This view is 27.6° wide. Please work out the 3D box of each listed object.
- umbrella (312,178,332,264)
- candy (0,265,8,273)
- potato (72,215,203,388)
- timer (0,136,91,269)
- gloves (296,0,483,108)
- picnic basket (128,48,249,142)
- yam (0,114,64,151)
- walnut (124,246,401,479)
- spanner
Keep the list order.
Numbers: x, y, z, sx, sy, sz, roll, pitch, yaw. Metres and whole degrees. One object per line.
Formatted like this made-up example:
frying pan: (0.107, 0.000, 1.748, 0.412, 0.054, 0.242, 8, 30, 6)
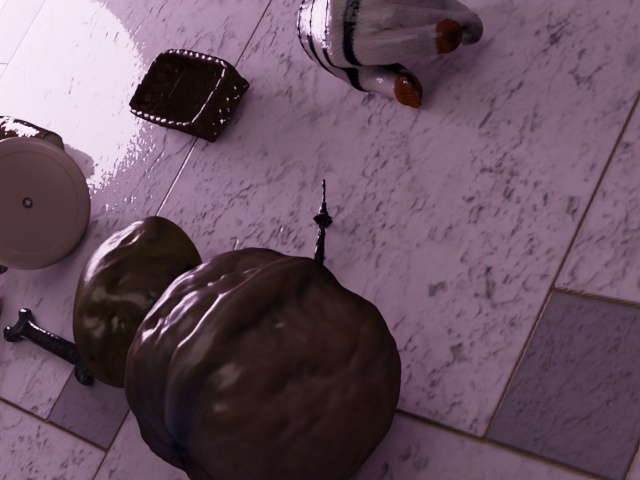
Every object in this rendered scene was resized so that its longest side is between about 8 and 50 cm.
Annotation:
umbrella: (0.000, 0.002, 1.396, 0.022, 0.022, 0.149, 2, 66, 6)
candy: (-0.468, 0.096, 1.796, 0.043, 0.045, 0.175, 121, 160, -58)
potato: (-0.200, 0.070, 1.462, 0.154, 0.137, 0.200, -12, 46, 2)
timer: (-0.444, -0.041, 1.811, 0.266, 0.175, 0.175, -7, 56, 61)
gloves: (0.068, -0.233, 1.420, 0.218, 0.131, 0.140, 14, 74, 60)
picnic basket: (-0.171, -0.187, 1.690, 0.193, 0.055, 0.110, 23, 80, 51)
yam: (-0.466, -0.160, 1.978, 0.274, 0.061, 0.061, 15, 73, 50)
walnut: (-0.052, 0.124, 1.187, 0.248, 0.248, 0.248, -27, 45, 30)
spanner: (-0.338, 0.131, 1.651, 0.254, 0.015, 0.054, 16, 74, 51)
